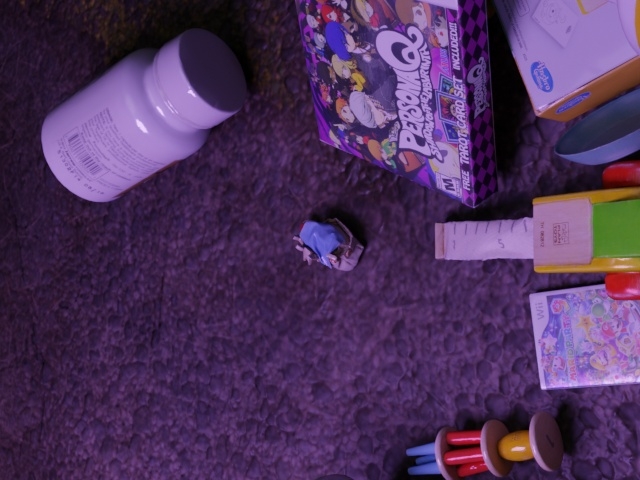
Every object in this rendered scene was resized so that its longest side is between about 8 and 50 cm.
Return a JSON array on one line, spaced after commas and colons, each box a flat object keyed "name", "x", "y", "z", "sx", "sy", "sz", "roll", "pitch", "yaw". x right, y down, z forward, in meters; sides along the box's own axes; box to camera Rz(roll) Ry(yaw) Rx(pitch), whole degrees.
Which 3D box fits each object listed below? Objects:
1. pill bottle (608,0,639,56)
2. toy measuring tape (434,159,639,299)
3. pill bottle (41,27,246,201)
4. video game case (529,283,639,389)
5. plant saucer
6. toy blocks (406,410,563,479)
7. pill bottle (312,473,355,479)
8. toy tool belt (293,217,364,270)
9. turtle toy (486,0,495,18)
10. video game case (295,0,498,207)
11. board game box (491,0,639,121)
[{"name": "pill bottle", "x": 0.311, "y": -0.155, "z": 0.651, "sx": 0.334, "sy": 0.188, "sz": 0.188, "roll": 48, "pitch": 117, "yaw": 39}, {"name": "toy measuring tape", "x": 0.230, "y": -0.004, "z": 0.883, "sx": 0.330, "sy": 0.121, "sz": 0.121, "roll": -6, "pitch": 85, "yaw": 61}, {"name": "pill bottle", "x": -0.198, "y": -0.142, "z": 1.185, "sx": 0.229, "sy": 0.131, "sz": 0.131, "roll": -25, "pitch": 74, "yaw": 35}, {"name": "video game case", "x": 0.242, "y": 0.082, "z": 0.906, "sx": 0.122, "sy": 0.011, "sz": 0.087, "roll": -11, "pitch": 82, "yaw": 38}, {"name": "plant saucer", "x": 0.249, "y": -0.093, "z": 0.852, "sx": 0.119, "sy": 0.119, "sz": 0.021, "roll": -22, "pitch": 106, "yaw": 36}, {"name": "toy blocks", "x": 0.150, "y": 0.226, "z": 0.948, "sx": 0.148, "sy": 0.054, "sz": 0.123, "roll": -18, "pitch": 77, "yaw": 37}, {"name": "pill bottle", "x": 0.108, "y": 0.381, "z": 0.870, "sx": 0.392, "sy": 0.224, "sz": 0.224, "roll": 32, "pitch": 108, "yaw": 34}, {"name": "toy tool belt", "x": 0.000, "y": 0.000, "z": 1.075, "sx": 0.083, "sy": 0.051, "sz": 0.052, "roll": 33, "pitch": 108, "yaw": 35}, {"name": "turtle toy", "x": 0.101, "y": -0.243, "z": 0.967, "sx": 0.130, "sy": 0.095, "sz": 0.066, "roll": 34, "pitch": 130, "yaw": 34}, {"name": "video game case", "x": 0.064, "y": -0.163, "z": 0.950, "sx": 0.210, "sy": 0.042, "sz": 0.232, "roll": 29, "pitch": 142, "yaw": 40}, {"name": "board game box", "x": 0.280, "y": -0.274, "z": 0.851, "sx": 0.316, "sy": 0.064, "sz": 0.242, "roll": -27, "pitch": 72, "yaw": 35}]
